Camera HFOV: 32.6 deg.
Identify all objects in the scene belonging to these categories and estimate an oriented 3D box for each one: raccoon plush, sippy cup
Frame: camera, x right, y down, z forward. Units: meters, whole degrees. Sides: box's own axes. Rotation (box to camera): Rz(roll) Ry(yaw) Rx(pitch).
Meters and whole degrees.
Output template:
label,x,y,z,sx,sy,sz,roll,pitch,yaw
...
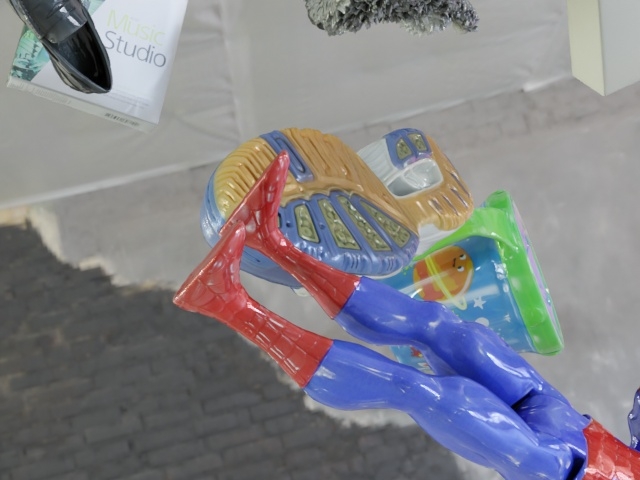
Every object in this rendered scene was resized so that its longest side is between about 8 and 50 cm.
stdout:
label,x,y,z,sx,sy,sz,roll,pitch,yaw
raccoon plush,0.170,-0.375,1.498,0.299,0.216,0.446,0,10,-29
sippy cup,0.196,0.076,1.528,0.224,0.305,0.240,-20,18,14

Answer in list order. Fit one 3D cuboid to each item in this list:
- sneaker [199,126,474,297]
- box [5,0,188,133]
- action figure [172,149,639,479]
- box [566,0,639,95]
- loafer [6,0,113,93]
label,x,y,z,sx,sy,sz,roll,pitch,yaw
sneaker,0.000,0.000,0.750,0.131,0.112,0.296,-37,-14,27
box,-0.330,-0.353,1.698,0.232,0.322,0.058,17,-18,-22
action figure,0.098,0.052,0.414,0.139,0.280,0.091,-47,9,35
box,0.445,-0.370,1.677,0.113,0.094,0.275,-25,-50,-13
loafer,-0.301,-0.260,1.259,0.076,0.078,0.223,-46,-42,-21
